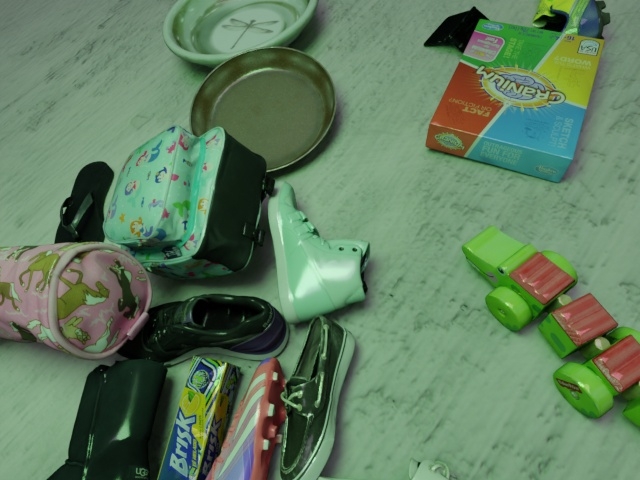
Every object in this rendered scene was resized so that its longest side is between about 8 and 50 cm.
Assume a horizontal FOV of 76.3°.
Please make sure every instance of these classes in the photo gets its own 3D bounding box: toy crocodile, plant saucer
[{"bbox_3d":[0.325,0.104,0.531,0.115,0.105,0.341,-30,57,-8],"label":"toy crocodile"},{"bbox_3d":[-0.119,-0.269,0.855,0.310,0.050,0.311,-2,71,7],"label":"plant saucer"},{"bbox_3d":[-0.194,-0.551,1.040,0.400,0.101,0.401,-5,57,8],"label":"plant saucer"}]

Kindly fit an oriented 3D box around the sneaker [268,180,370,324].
[{"bbox_3d":[0.000,0.001,0.668,0.151,0.094,0.256,-14,62,4],"label":"sneaker"}]

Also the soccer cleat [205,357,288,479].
[{"bbox_3d":[-0.102,0.276,0.530,0.095,0.083,0.248,-2,61,15],"label":"soccer cleat"}]

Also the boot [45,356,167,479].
[{"bbox_3d":[-0.322,0.289,0.559,0.246,0.094,0.207,-26,44,12],"label":"boot"}]

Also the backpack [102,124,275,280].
[{"bbox_3d":[-0.229,-0.049,0.666,0.253,0.191,0.225,-14,63,43],"label":"backpack"}]

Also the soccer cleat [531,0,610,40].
[{"bbox_3d":[0.515,-0.514,0.881,0.121,0.093,0.289,-8,57,14],"label":"soccer cleat"}]

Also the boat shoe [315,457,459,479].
[{"bbox_3d":[0.121,0.297,0.466,0.267,0.096,0.088,-13,61,13],"label":"boat shoe"}]

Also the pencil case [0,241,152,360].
[{"bbox_3d":[-0.442,0.088,0.615,0.385,0.167,0.160,-4,80,27],"label":"pencil case"}]

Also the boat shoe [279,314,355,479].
[{"bbox_3d":[-0.019,0.207,0.544,0.077,0.070,0.219,-21,40,44],"label":"boat shoe"}]

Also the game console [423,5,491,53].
[{"bbox_3d":[0.321,-0.472,0.941,0.107,0.071,0.122,40,71,-3],"label":"game console"}]

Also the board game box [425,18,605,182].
[{"bbox_3d":[0.369,-0.278,0.772,0.242,0.064,0.317,20,65,18],"label":"board game box"}]

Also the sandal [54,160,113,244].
[{"bbox_3d":[-0.491,-0.067,0.829,0.097,0.054,0.255,-13,57,3],"label":"sandal"}]

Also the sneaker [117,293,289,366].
[{"bbox_3d":[-0.197,0.119,0.615,0.283,0.124,0.107,-6,58,8],"label":"sneaker"}]

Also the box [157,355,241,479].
[{"bbox_3d":[-0.163,0.251,0.556,0.054,0.059,0.169,5,67,14],"label":"box"}]
